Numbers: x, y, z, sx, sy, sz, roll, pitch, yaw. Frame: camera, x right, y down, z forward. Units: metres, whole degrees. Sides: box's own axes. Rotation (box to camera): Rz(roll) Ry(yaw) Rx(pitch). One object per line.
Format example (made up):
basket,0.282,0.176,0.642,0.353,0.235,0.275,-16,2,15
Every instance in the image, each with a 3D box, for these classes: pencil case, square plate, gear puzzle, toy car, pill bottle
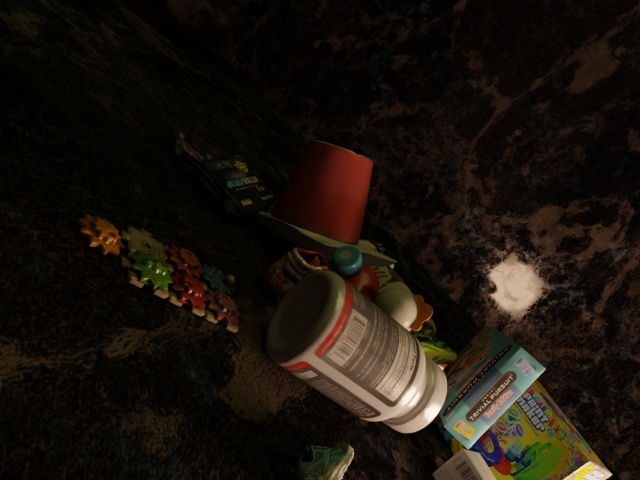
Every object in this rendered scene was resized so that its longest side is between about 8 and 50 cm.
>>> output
pencil case,0.176,0.169,1.622,0.184,0.159,0.410,-13,41,-19
square plate,0.000,0.000,1.546,0.344,0.049,0.347,24,6,42
gear puzzle,-0.277,0.038,0.941,0.339,0.044,0.175,35,18,-36
toy car,0.149,0.151,1.250,0.219,0.238,0.210,78,19,-45
pill bottle,0.082,0.241,1.075,0.363,0.210,0.210,40,15,-25

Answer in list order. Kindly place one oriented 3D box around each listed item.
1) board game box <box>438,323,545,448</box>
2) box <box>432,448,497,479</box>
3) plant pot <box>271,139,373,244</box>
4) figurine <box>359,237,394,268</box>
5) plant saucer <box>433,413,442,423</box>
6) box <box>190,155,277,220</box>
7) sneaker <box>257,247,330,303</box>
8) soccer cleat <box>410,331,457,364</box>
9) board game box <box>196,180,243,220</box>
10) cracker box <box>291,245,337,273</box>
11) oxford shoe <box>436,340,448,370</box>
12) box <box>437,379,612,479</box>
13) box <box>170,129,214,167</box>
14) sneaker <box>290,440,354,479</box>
board game box,0.405,0.353,1.332,0.079,0.254,0.336,43,3,4
box,0.329,0.542,1.166,0.087,0.102,0.101,30,20,-41
plant pot,0.020,-0.143,1.496,0.275,0.243,0.275,19,5,-2
figurine,0.187,0.051,2.194,0.209,0.092,0.215,28,22,-29
plant saucer,0.316,0.448,1.527,0.198,0.036,0.198,42,15,-13
box,-0.233,-0.150,1.441,0.175,0.051,0.220,49,23,5
sneaker,-0.010,0.121,1.272,0.270,0.145,0.090,37,17,-33
soccer cleat,0.246,0.315,1.415,0.289,0.121,0.093,12,11,-30
board game box,-0.268,-0.127,1.454,0.169,0.033,0.133,43,14,-11
cracker box,0.015,0.119,1.512,0.232,0.067,0.155,29,21,-47
oxford shoe,0.414,0.444,1.795,0.076,0.076,0.212,-37,90,-40
box,0.515,0.538,1.349,0.177,0.279,0.290,35,17,-38
box,-0.362,-0.247,1.523,0.162,0.029,0.116,39,16,-31
sneaker,0.002,0.354,0.837,0.076,0.065,0.166,44,12,9
